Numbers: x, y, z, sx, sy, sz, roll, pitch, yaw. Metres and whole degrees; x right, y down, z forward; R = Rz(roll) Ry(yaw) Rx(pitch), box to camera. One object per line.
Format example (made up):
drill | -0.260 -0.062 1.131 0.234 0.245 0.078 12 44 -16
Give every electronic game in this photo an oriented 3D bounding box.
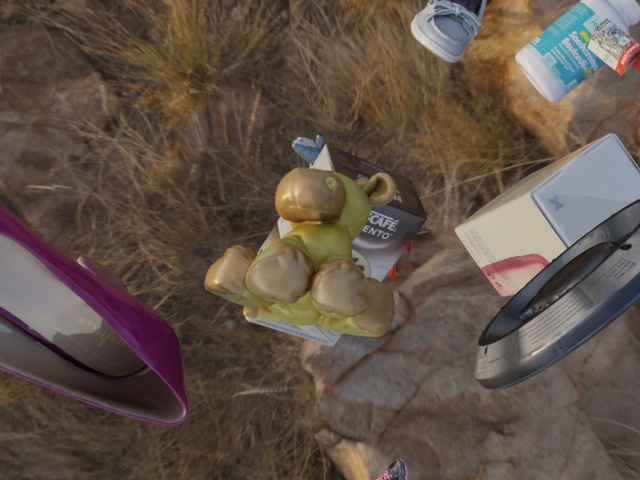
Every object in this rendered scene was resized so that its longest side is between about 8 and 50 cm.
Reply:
electronic game | 0.213 0.039 0.626 0.229 0.229 0.048 -41 85 2

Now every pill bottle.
pill bottle | 0.581 -0.443 1.729 0.264 0.146 0.146 -40 87 15

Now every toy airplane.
toy airplane | 0.134 -0.005 1.337 0.028 0.151 0.151 8 90 -26

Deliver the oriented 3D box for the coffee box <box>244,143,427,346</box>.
coffee box | 0.015 0.015 1.247 0.168 0.118 0.297 20 122 -22

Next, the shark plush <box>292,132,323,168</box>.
shark plush | -0.019 -0.186 1.887 0.073 0.067 0.161 -2 127 29

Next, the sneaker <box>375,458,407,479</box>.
sneaker | 0.130 0.492 1.560 0.057 0.047 0.119 26 93 -34

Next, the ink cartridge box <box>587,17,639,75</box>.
ink cartridge box | 0.500 -0.308 1.280 0.029 0.063 0.115 -40 71 -7

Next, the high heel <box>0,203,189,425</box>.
high heel | -0.257 0.052 0.617 0.127 0.377 0.181 -54 52 11

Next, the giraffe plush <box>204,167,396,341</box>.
giraffe plush | 0.000 0.000 0.792 0.182 0.210 0.170 11 75 10

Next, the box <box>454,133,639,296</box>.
box | 0.308 -0.024 1.024 0.149 0.232 0.126 -35 90 -16

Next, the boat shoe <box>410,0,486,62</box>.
boat shoe | 0.264 -0.446 1.506 0.118 0.320 0.103 35 130 0
